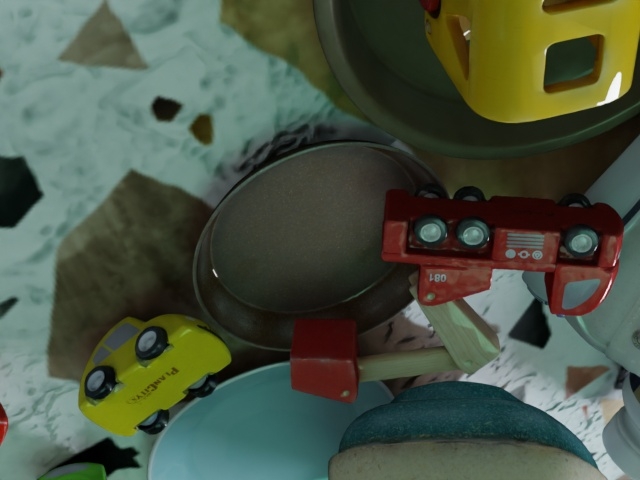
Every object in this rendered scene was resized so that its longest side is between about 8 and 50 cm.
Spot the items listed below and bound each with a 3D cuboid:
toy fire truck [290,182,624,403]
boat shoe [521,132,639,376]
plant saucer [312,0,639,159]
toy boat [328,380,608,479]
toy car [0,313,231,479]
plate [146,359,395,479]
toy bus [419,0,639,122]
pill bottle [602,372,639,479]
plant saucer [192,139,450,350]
[{"bbox_3d":[0.079,0.036,0.773,0.192,0.047,0.135,4,120,2],"label":"toy fire truck"},{"bbox_3d":[0.283,-0.049,0.745,0.367,0.156,0.136,-52,163,27],"label":"boat shoe"},{"bbox_3d":[0.124,-0.165,0.690,0.277,0.041,0.278,-11,132,-12],"label":"plant saucer"},{"bbox_3d":[0.169,0.159,0.875,0.318,0.148,0.267,-2,157,11],"label":"toy boat"},{"bbox_3d":[-0.173,0.140,0.836,0.239,0.053,0.225,-12,134,-10],"label":"toy car"},{"bbox_3d":[-0.034,0.146,0.916,0.188,0.024,0.188,-11,132,-12],"label":"plate"},{"bbox_3d":[0.107,-0.153,0.591,0.202,0.104,0.191,25,118,-38],"label":"toy bus"},{"bbox_3d":[0.287,0.107,0.958,0.094,0.094,0.169,12,124,-30],"label":"pill bottle"},{"bbox_3d":[0.000,0.000,0.796,0.168,0.029,0.168,-10,132,-12],"label":"plant saucer"}]
